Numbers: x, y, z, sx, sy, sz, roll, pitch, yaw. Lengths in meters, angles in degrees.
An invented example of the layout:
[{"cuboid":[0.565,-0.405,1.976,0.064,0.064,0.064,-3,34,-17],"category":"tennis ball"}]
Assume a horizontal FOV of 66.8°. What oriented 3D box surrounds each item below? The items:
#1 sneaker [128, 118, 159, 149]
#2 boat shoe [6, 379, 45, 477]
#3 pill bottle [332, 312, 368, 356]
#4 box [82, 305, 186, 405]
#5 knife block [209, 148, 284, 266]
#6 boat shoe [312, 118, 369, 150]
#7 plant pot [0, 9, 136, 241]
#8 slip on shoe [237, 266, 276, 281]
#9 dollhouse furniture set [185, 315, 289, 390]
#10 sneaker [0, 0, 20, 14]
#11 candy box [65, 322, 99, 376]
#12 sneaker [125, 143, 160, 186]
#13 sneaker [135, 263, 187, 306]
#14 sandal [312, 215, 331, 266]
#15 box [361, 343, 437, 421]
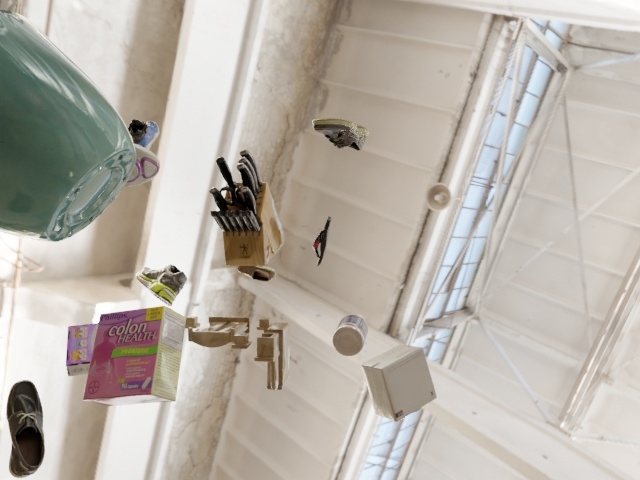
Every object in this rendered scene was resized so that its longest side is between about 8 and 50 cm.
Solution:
[{"cuboid":[-0.542,-0.344,1.487,0.058,0.152,0.084,1,-44,5],"category":"sneaker"},{"cuboid":[-0.719,0.453,1.196,0.079,0.084,0.232,-38,-121,37],"category":"boat shoe"},{"cuboid":[0.096,0.279,1.480,0.094,0.169,0.094,2,-80,12],"category":"pill bottle"},{"cuboid":[-0.510,0.323,1.351,0.214,0.117,0.242,-8,-119,16],"category":"box"},{"cuboid":[-0.149,-0.076,1.033,0.088,0.275,0.241,1,-77,8],"category":"knife block"},{"cuboid":[0.041,-0.195,0.903,0.056,0.152,0.049,11,-81,40],"category":"boat shoe"},{"cuboid":[-0.427,-0.139,0.721,0.235,0.293,0.293,38,-60,-6],"category":"plant pot"},{"cuboid":[-0.206,0.103,1.526,0.136,0.041,0.051,12,-55,21],"category":"slip on shoe"},{"cuboid":[-0.277,0.335,1.426,0.356,0.303,0.173,0,-89,6],"category":"dollhouse furniture set"},{"cuboid":[-0.567,-0.492,0.812,0.100,0.121,0.262,15,-83,21],"category":"sneaker"},{"cuboid":[-0.757,0.365,1.664,0.164,0.197,0.070,-113,-152,-43],"category":"candy box"},{"cuboid":[-0.537,-0.210,1.140,0.152,0.306,0.114,-118,-141,-50],"category":"sneaker"},{"cuboid":[-0.556,0.141,1.725,0.121,0.111,0.300,-47,-145,-19],"category":"sneaker"},{"cuboid":[0.000,0.000,1.420,0.040,0.067,0.179,12,-49,3],"category":"sandal"},{"cuboid":[0.253,0.453,1.565,0.119,0.181,0.181,-9,-82,60],"category":"box"}]
